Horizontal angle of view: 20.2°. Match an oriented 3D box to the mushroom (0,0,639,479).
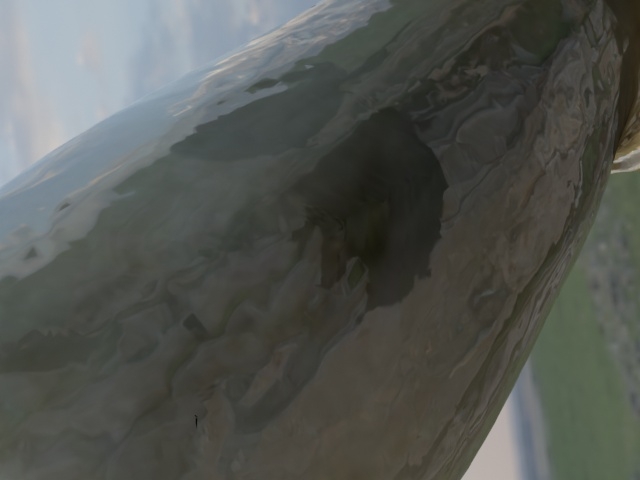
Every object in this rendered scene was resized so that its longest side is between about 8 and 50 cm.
[{"bbox_3d":[0.005,0.007,0.542,0.407,0.154,0.137,-39,-13,-40],"label":"mushroom"}]
